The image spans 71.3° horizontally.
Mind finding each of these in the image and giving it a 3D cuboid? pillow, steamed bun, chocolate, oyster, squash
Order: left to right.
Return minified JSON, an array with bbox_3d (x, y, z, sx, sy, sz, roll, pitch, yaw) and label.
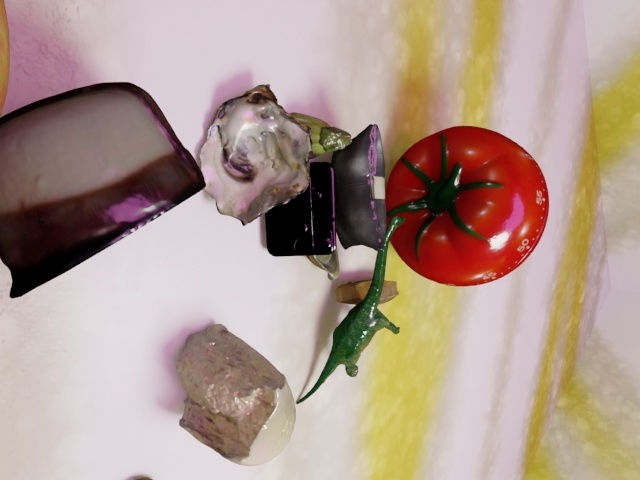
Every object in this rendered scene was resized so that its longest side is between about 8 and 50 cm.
[{"bbox_3d":[-0.306,-0.084,0.573,0.283,0.283,0.186,-40,107,-31],"label":"chocolate"},{"bbox_3d":[-0.155,0.282,0.782,0.170,0.225,0.200,-34,121,-34],"label":"steamed bun"},{"bbox_3d":[-0.121,-0.151,0.811,0.223,0.083,0.214,-39,88,-3],"label":"oyster"},{"bbox_3d":[-0.006,-0.206,0.892,0.105,0.132,0.105,-11,105,-43],"label":"squash"},{"bbox_3d":[0.077,-0.100,0.938,0.106,0.186,0.250,-2,89,-19],"label":"pillow"}]

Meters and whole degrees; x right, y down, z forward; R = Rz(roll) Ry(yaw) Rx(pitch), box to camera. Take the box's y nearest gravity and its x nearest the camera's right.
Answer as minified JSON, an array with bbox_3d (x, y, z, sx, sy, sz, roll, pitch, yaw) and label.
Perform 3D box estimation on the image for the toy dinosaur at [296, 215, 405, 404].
[{"bbox_3d":[0.069,0.179,0.979,0.447,0.087,0.301,-47,144,-8],"label":"toy dinosaur"}]

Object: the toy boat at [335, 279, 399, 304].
[{"bbox_3d":[0.119,0.133,1.115,0.206,0.072,0.065,5,69,-43],"label":"toy boat"}]

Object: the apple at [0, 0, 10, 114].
[{"bbox_3d":[-0.459,-0.196,0.314,0.391,0.391,0.347,-2,81,-43],"label":"apple"}]

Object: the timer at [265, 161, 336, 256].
[{"bbox_3d":[-0.041,-0.061,0.893,0.144,0.055,0.188,-2,102,1],"label":"timer"}]

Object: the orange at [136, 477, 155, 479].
[{"bbox_3d":[-0.314,0.463,0.781,0.086,0.062,0.086,-6,99,-43],"label":"orange"}]

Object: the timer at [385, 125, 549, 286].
[{"bbox_3d":[0.341,-0.077,1.073,0.279,0.378,0.378,17,86,-45],"label":"timer"}]

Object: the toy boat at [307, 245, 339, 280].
[{"bbox_3d":[-0.001,-0.001,0.978,0.089,0.071,0.185,-27,116,-38],"label":"toy boat"}]
